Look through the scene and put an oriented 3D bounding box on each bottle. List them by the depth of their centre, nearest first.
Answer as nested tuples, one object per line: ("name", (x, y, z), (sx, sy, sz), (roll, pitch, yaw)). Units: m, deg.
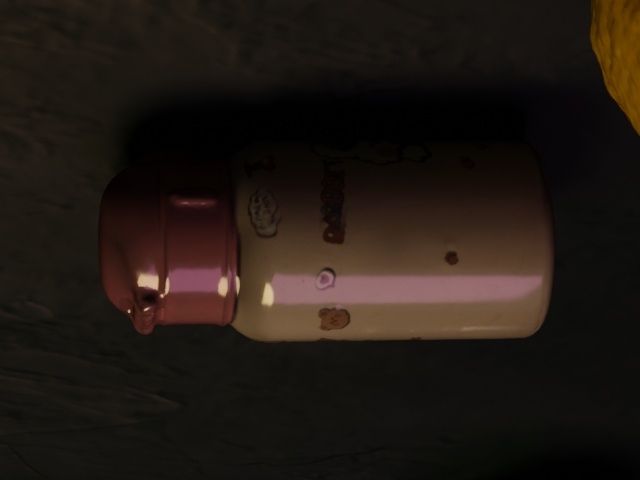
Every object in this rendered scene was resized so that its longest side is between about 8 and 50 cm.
("bottle", (0.000, 0.000, 1.033), (0.233, 0.110, 0.110), (0, 146, -6))

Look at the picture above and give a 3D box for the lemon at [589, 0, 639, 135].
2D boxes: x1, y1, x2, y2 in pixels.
("lemon", (0.205, -0.097, 0.842), (0.180, 0.193, 0.181), (0, 121, 1))
